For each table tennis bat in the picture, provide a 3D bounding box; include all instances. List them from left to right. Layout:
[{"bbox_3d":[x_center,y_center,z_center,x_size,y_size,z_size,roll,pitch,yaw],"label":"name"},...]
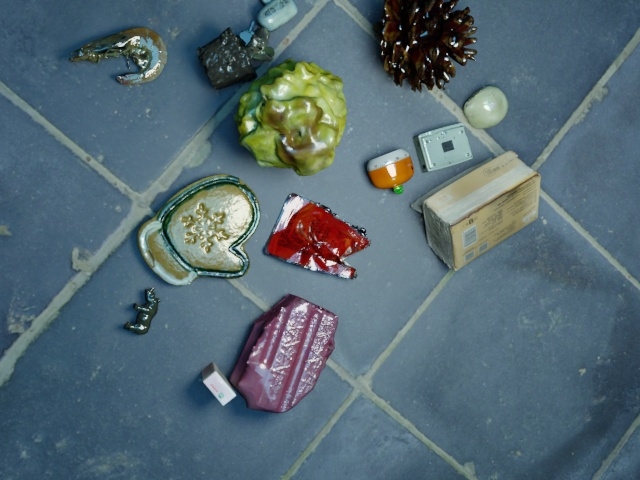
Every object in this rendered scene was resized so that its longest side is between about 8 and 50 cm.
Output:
[{"bbox_3d":[-0.199,-0.565,1.823,0.050,0.007,0.083,19,89,-12],"label":"table tennis bat"}]

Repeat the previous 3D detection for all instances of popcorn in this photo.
[{"bbox_3d":[-0.065,-0.327,1.724,0.312,0.312,0.312,0,91,-12],"label":"popcorn"}]

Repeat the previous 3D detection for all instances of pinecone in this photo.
[{"bbox_3d":[0.289,-0.556,1.808,0.296,0.242,0.298,15,82,-10],"label":"pinecone"}]

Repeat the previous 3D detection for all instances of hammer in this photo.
[{"bbox_3d":[-0.159,-0.669,1.806,0.116,0.069,0.194,-39,90,-8],"label":"hammer"}]

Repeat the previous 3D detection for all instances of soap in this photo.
[{"bbox_3d":[-0.096,0.311,1.794,0.220,0.127,0.324,24,82,-14],"label":"soap"}]

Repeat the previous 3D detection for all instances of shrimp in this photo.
[{"bbox_3d":[-0.525,-0.476,1.732,0.251,0.052,0.143,-16,97,-12],"label":"shrimp"}]

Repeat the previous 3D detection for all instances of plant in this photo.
[{"bbox_3d":[-0.218,-0.490,1.752,0.203,0.142,0.131,-21,87,-5],"label":"plant"}]

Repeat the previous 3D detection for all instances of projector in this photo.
[{"bbox_3d":[0.358,-0.270,1.922,0.147,0.061,0.115,-17,93,-12],"label":"projector"}]

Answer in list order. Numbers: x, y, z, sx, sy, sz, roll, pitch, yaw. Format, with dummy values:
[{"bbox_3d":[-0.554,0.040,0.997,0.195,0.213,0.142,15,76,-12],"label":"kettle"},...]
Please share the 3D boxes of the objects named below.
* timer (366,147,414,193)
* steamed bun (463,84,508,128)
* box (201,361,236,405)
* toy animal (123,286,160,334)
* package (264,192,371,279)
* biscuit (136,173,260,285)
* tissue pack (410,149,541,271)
[{"bbox_3d":[0.204,-0.190,1.869,0.136,0.099,0.136,0,91,0],"label":"timer"},{"bbox_3d":[0.491,-0.389,1.932,0.130,0.091,0.112,-36,100,-10],"label":"steamed bun"},{"bbox_3d":[-0.273,0.380,1.764,0.043,0.125,0.089,-39,97,-9],"label":"box"},{"bbox_3d":[-0.468,0.186,1.760,0.065,0.047,0.135,24,85,-17],"label":"toy animal"},{"bbox_3d":[0.000,0.000,1.847,0.269,0.071,0.194,26,71,-8],"label":"package"},{"bbox_3d":[-0.303,-0.010,1.785,0.344,0.057,0.287,-37,98,-9],"label":"biscuit"},{"bbox_3d":[0.436,-0.106,1.888,0.306,0.238,0.238,-31,97,-10],"label":"tissue pack"}]
